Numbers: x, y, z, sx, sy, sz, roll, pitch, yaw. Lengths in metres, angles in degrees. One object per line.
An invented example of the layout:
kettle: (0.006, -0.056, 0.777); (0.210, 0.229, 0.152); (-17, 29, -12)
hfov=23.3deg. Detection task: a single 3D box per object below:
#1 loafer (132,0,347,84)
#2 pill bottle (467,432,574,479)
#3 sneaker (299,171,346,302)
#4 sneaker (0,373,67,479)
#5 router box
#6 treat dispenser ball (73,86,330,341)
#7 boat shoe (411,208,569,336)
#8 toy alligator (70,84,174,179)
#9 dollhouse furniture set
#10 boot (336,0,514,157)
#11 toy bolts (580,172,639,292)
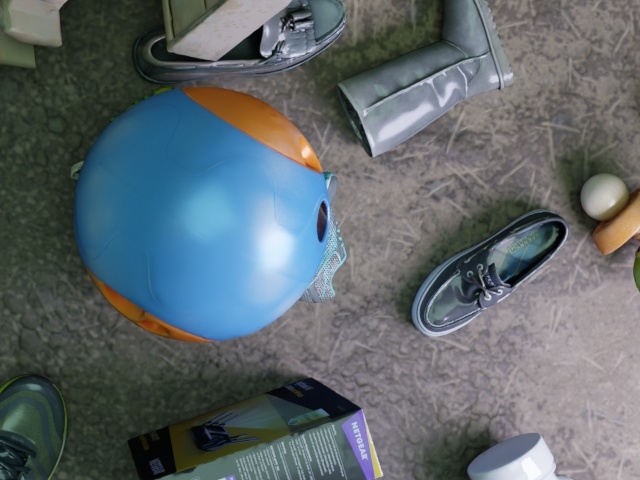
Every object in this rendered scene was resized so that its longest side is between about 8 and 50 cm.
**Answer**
loafer: (-0.090, -0.240, 1.849); (0.267, 0.084, 0.096); (-16, 94, -9)
pill bottle: (0.275, 0.360, 1.911); (0.131, 0.131, 0.229); (-28, 96, -8)
sneaker: (0.000, 0.000, 1.894); (0.076, 0.065, 0.166); (15, 92, -27)
sneaker: (-0.374, 0.299, 1.796); (0.111, 0.121, 0.300); (21, 88, -11)
router box: (-0.084, 0.243, 1.751); (0.243, 0.309, 0.081); (-18, 94, -10)
treat dispenser ball: (-0.132, -0.029, 1.745); (0.288, 0.288, 0.288); (0, 92, -10)
boat shoe: (0.214, 0.040, 1.917); (0.228, 0.076, 0.080); (-32, 97, -8)
toy alligator: (-0.223, -0.138, 1.849); (0.189, 0.056, 0.051); (-30, 55, -7)
dollhouse furniture set: (-0.246, -0.370, 1.655); (0.394, 0.362, 0.256); (7, 66, -37)
boot: (0.115, -0.225, 1.901); (0.208, 0.076, 0.190); (-22, 93, -2)
toy bolts: (0.449, -0.073, 1.907); (0.158, 0.218, 0.228); (47, 66, -2)
